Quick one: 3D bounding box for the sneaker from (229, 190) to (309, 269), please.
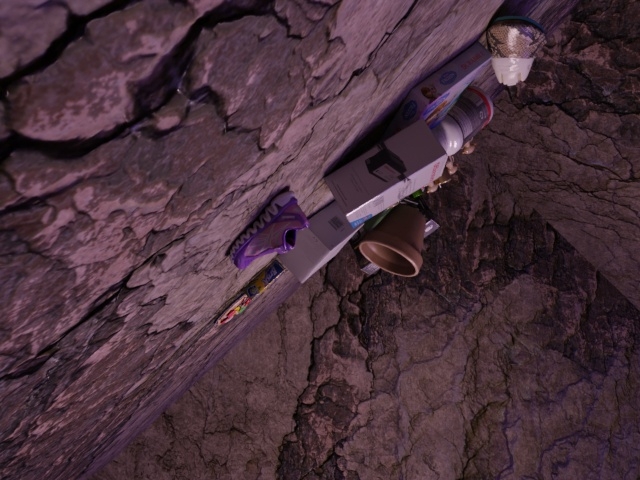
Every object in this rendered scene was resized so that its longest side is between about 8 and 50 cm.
[{"bbox_3d":[-0.114,-0.002,1.028,0.236,0.104,0.095,-45,175,24],"label":"sneaker"}]

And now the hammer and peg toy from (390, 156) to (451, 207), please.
[{"bbox_3d":[0.256,-0.185,1.503,0.361,0.128,0.266,-25,-179,11],"label":"hammer and peg toy"}]

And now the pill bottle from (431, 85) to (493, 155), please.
[{"bbox_3d":[0.486,-0.428,1.665,0.318,0.176,0.176,-41,173,-23],"label":"pill bottle"}]

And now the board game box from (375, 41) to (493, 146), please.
[{"bbox_3d":[0.323,-0.397,1.339,0.318,0.066,0.318,-40,173,-24],"label":"board game box"}]

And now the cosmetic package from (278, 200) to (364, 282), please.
[{"bbox_3d":[0.000,0.000,1.594,0.224,0.138,0.225,-37,170,-45],"label":"cosmetic package"}]

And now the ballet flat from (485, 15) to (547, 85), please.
[{"bbox_3d":[0.601,-0.571,1.372,0.483,0.163,0.182,-38,135,-58],"label":"ballet flat"}]

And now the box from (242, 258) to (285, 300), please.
[{"bbox_3d":[-0.207,0.148,1.648,0.169,0.054,0.059,-43,174,-12],"label":"box"}]

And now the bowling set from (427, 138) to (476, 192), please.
[{"bbox_3d":[0.498,-0.365,1.899,0.287,0.154,0.200,-39,-144,4],"label":"bowling set"}]

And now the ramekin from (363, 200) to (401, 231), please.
[{"bbox_3d":[0.252,-0.191,1.870,0.303,0.148,0.303,-43,174,-6],"label":"ramekin"}]

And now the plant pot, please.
[{"bbox_3d":[0.318,-0.015,1.822,0.229,0.262,0.263,-62,180,-20],"label":"plant pot"}]

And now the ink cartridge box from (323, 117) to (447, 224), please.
[{"bbox_3d":[0.183,-0.179,1.261,0.307,0.129,0.223,-31,169,4],"label":"ink cartridge box"}]

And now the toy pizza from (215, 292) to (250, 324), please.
[{"bbox_3d":[-0.332,0.269,1.762,0.201,0.032,0.201,-43,174,-6],"label":"toy pizza"}]

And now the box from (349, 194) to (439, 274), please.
[{"bbox_3d":[0.306,-0.080,2.064,0.394,0.318,0.097,-38,137,21],"label":"box"}]

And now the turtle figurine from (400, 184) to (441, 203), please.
[{"bbox_3d":[0.324,-0.230,1.677,0.175,0.234,0.118,-53,-168,16],"label":"turtle figurine"}]
